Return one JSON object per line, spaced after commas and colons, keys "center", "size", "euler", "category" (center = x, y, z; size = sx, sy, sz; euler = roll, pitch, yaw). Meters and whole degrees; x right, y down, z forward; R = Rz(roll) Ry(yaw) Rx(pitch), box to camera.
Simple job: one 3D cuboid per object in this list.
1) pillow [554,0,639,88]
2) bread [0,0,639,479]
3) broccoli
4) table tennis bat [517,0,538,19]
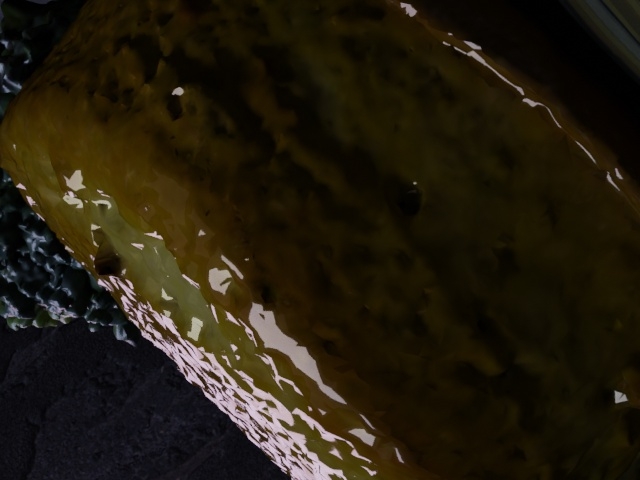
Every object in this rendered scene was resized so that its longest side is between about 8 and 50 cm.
{"center": [0.162, -0.049, 0.455], "size": [0.208, 0.052, 0.212], "euler": [44, 171, 2], "category": "pillow"}
{"center": [0.024, 0.007, 0.690], "size": [0.358, 0.204, 0.337], "euler": [36, 170, 26], "category": "bread"}
{"center": [-0.143, -0.078, 1.239], "size": [0.281, 0.348, 0.293], "euler": [-132, 47, -73], "category": "broccoli"}
{"center": [-0.010, -0.166, 0.799], "size": [0.414, 0.051, 0.268], "euler": [45, 169, 1], "category": "table tennis bat"}
